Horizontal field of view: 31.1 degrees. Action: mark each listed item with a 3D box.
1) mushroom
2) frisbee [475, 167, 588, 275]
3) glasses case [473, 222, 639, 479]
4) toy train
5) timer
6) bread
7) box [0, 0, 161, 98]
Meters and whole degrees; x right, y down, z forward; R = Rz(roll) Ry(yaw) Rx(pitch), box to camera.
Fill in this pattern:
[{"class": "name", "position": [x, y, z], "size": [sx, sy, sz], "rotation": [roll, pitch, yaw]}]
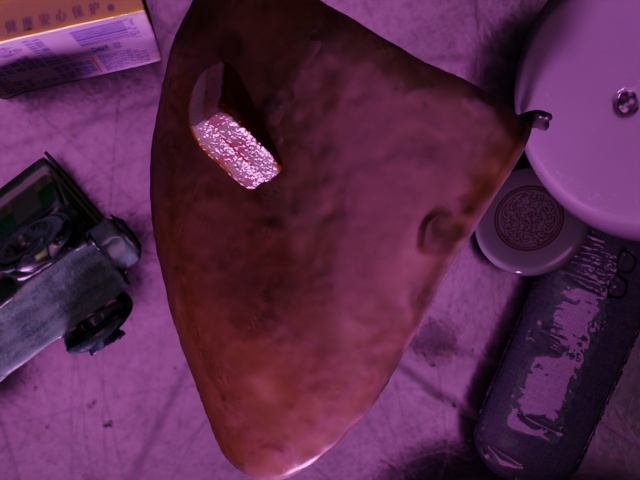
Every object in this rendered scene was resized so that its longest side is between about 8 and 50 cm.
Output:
[{"class": "mushroom", "position": [-0.044, -0.005, 1.004], "size": [0.313, 0.224, 0.397], "rotation": [29, 90, -8]}, {"class": "frisbee", "position": [0.202, -0.019, 1.104], "size": [0.110, 0.014, 0.110], "rotation": [-7, 70, 19]}, {"class": "glasses case", "position": [0.239, 0.103, 1.113], "size": [0.109, 0.067, 0.282], "rotation": [24, 86, 2]}, {"class": "toy train", "position": [-0.293, 0.066, 0.995], "size": [0.301, 0.202, 0.120], "rotation": [-38, 119, -3]}, {"class": "timer", "position": [0.338, -0.137, 1.048], "size": [0.285, 0.285, 0.285], "rotation": [0, 92, -6]}, {"class": "bread", "position": [-0.075, -0.093, 0.896], "size": [0.043, 0.062, 0.109], "rotation": [-31, 77, 21]}, {"class": "box", "position": [-0.228, -0.196, 0.958], "size": [0.168, 0.265, 0.097], "rotation": [-13, 91, -3]}]
